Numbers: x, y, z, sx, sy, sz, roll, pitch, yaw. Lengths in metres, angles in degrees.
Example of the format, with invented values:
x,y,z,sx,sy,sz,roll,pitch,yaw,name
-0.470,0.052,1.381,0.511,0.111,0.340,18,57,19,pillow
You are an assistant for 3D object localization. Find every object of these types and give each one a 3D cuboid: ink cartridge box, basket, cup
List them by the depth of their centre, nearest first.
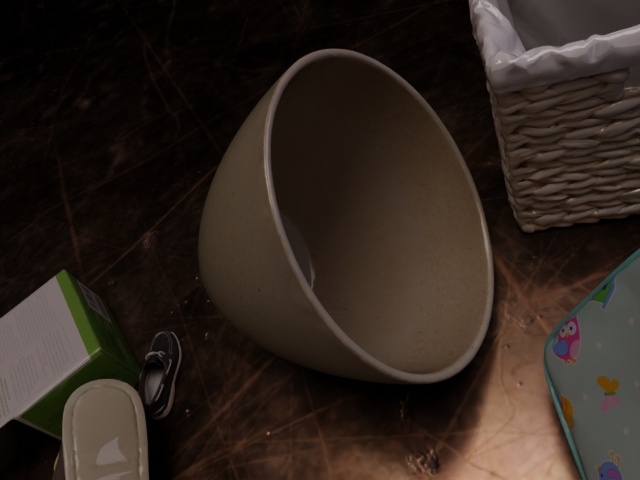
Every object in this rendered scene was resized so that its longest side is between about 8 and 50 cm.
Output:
x,y,z,sx,sy,sz,roll,pitch,yaw,name
0.000,0.000,0.591,0.237,0.331,0.331,-23,40,43,cup
0.350,-0.227,0.618,0.328,0.266,0.331,-9,50,17,basket
-0.399,0.192,0.725,0.255,0.097,0.189,-40,48,-9,ink cartridge box

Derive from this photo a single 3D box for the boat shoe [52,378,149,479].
x,y,z,sx,sy,sz,roll,pitch,yaw,name
-0.230,0.310,0.551,0.116,0.097,0.324,4,45,-26,boat shoe

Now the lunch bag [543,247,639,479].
x,y,z,sx,sy,sz,roll,pitch,yaw,name
0.279,0.145,0.382,0.107,0.224,0.279,6,48,-9,lunch bag

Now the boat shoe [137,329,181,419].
x,y,z,sx,sy,sz,roll,pitch,yaw,name
-0.214,0.168,0.699,0.046,0.038,0.125,-14,49,13,boat shoe
